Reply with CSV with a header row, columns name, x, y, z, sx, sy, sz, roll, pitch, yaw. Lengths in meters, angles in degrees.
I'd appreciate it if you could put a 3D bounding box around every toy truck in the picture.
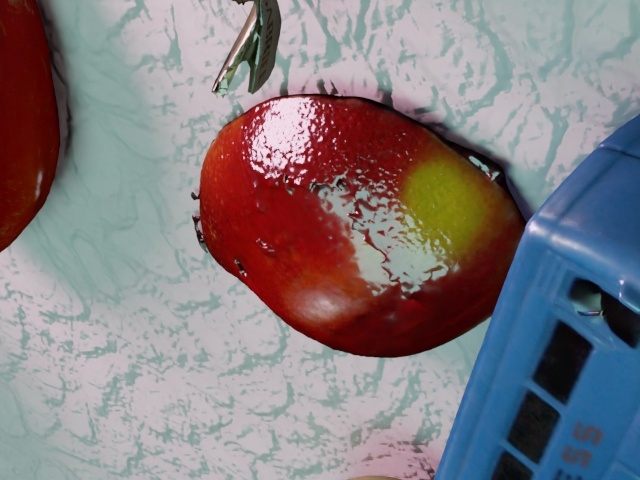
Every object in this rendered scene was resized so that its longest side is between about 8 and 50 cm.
name,x,y,z,sx,sy,sz,roll,pitch,yaw
toy truck,0.165,0.104,0.800,0.162,0.161,0.385,36,144,20

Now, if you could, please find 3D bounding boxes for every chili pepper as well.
name,x,y,z,sx,sy,sz,roll,pitch,yaw
chili pepper,-0.243,-0.070,1.039,0.137,0.092,0.368,53,138,14

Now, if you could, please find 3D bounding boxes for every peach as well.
name,x,y,z,sx,sy,sz,roll,pitch,yaw
peach,-0.001,0.002,0.908,0.279,0.068,0.189,-12,117,46

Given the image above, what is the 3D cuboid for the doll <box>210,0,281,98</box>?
name,x,y,z,sx,sy,sz,roll,pitch,yaw
doll,-0.046,-0.180,0.729,0.115,0.105,0.221,53,166,57

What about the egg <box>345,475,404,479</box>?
name,x,y,z,sx,sy,sz,roll,pitch,yaw
egg,0.056,0.259,1.045,0.164,0.164,0.202,-8,118,44
